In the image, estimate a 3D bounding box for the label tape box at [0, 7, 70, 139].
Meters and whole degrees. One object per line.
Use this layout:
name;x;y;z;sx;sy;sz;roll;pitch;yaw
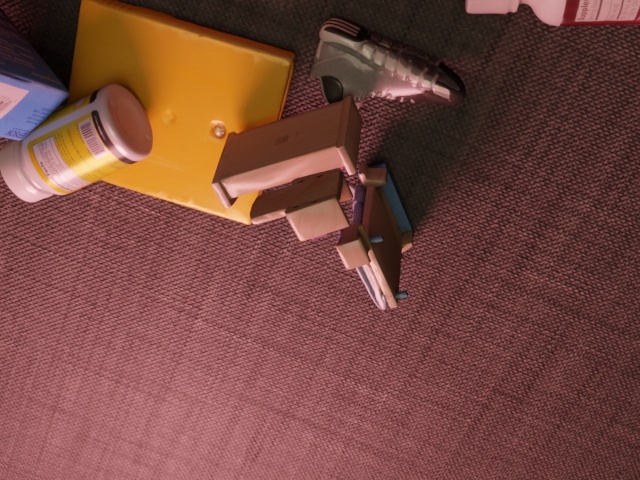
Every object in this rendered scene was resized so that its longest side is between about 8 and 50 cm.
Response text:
label tape box;-0.520;-0.304;1.236;0.115;0.249;0.348;-42;87;6

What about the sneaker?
sneaker;0.089;-0.220;1.356;0.228;0.086;0.132;27;123;5

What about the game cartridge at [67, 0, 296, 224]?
game cartridge;-0.224;-0.197;1.426;0.323;0.053;0.285;18;118;2

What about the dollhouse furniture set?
dollhouse furniture set;0.000;0.000;1.343;0.198;0.286;0.303;-15;124;18

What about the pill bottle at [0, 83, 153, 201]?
pill bottle;-0.365;-0.139;1.384;0.208;0.119;0.119;-21;112;20

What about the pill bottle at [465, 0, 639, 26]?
pill bottle;0.377;-0.378;1.148;0.391;0.224;0.224;1;117;7
